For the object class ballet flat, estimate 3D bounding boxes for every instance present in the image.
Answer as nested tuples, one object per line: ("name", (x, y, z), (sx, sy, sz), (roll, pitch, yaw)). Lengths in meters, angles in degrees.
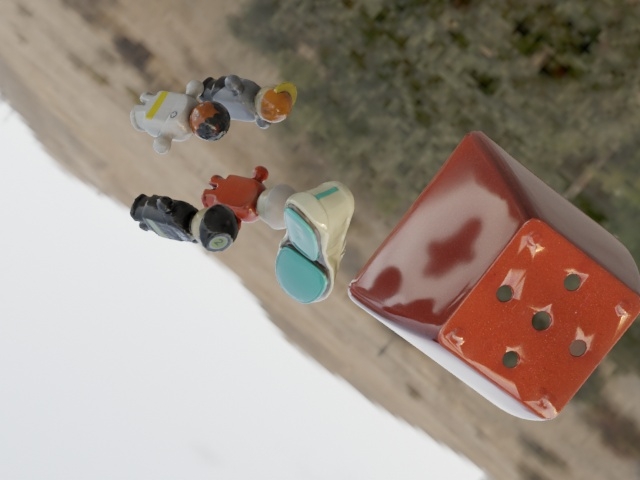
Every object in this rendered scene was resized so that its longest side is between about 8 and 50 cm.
("ballet flat", (0.000, 0.000, 1.708), (0.086, 0.086, 0.248), (42, 160, 11))

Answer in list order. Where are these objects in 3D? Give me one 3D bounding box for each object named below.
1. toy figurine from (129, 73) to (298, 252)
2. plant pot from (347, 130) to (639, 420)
("toy figurine", (-0.124, -0.100, 1.837), (0.148, 0.209, 0.213), (12, -163, 35))
("plant pot", (0.231, 0.065, 1.758), (0.267, 0.267, 0.236), (36, -174, -16))
